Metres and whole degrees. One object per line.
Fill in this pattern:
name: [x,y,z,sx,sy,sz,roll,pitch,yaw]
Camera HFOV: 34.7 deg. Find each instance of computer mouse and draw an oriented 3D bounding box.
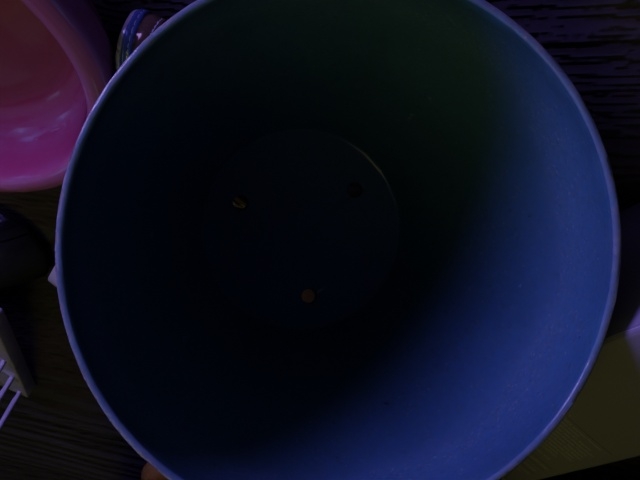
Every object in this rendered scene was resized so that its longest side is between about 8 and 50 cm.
computer mouse: [-0.390,0.020,1.038,0.261,0.060,0.184,19,141,15]

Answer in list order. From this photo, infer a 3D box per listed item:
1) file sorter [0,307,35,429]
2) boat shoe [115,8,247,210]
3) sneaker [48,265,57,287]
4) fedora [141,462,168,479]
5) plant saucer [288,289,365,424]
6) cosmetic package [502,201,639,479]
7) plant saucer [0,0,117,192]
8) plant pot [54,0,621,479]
file sorter: [-0.446,0.149,1.084,0.192,0.173,0.278,25,156,3]
boat shoe: [-0.083,-0.086,0.711,0.066,0.066,0.183,8,148,20]
sneaker: [-0.151,0.019,0.840,0.095,0.090,0.235,51,154,0]
fedora: [-0.102,0.273,1.123,0.194,0.079,0.194,19,144,14]
plant saucer: [0.015,0.205,0.805,0.333,0.080,0.333,48,144,43]
cosmetic package: [0.184,0.060,0.643,0.107,0.127,0.238,43,144,-16]
plant saucer: [-0.288,-0.157,0.696,0.332,0.084,0.332,12,151,7]
plant pot: [0.000,0.000,0.610,0.290,0.290,0.195,37,178,-9]
